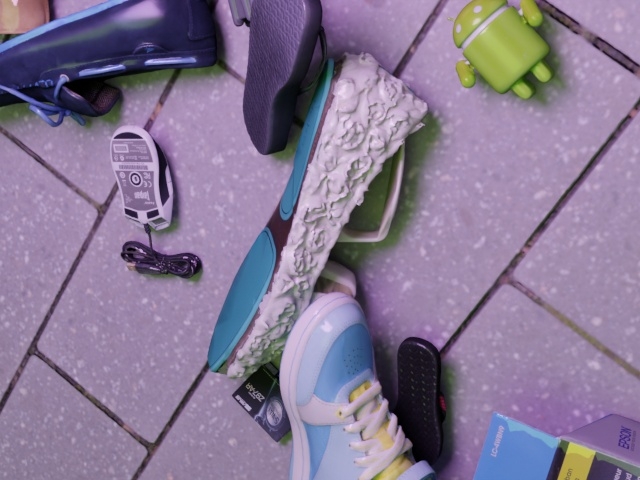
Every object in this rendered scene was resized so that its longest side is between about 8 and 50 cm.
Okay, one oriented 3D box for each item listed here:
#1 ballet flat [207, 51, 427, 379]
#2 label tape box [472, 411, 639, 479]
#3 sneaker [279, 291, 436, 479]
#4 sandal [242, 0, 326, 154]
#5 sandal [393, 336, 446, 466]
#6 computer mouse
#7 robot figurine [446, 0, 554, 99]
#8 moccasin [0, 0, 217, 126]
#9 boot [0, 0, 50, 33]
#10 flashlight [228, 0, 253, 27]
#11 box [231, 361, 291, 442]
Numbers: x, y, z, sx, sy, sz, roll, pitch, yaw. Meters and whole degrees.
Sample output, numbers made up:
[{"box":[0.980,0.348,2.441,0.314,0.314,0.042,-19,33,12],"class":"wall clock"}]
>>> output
[{"box":[0.000,0.000,0.990,0.147,0.147,0.409,29,113,12],"class":"ballet flat"},{"box":[0.327,0.326,0.957,0.347,0.115,0.249,19,110,19],"class":"label tape box"},{"box":[0.066,0.217,0.972,0.208,0.127,0.319,29,135,39],"class":"sneaker"},{"box":[-0.035,-0.182,0.930,0.254,0.054,0.097,118,132,-64],"class":"sandal"},{"box":[0.116,0.185,1.035,0.067,0.040,0.179,15,118,26],"class":"sandal"},{"box":[-0.205,-0.049,1.103,0.106,0.042,0.193,5,112,25],"class":"computer mouse"},{"box":[0.178,-0.191,0.894,0.101,0.067,0.115,-42,87,26],"class":"robot figurine"},{"box":[-0.277,-0.192,1.039,0.342,0.138,0.117,-15,103,25],"class":"moccasin"},{"box":[-0.439,-0.383,1.076,0.236,0.089,0.270,7,108,20],"class":"boot"},{"box":[-0.080,-0.379,0.927,0.103,0.103,0.304,-10,100,20],"class":"flashlight"},{"box":[-0.060,0.198,1.125,0.083,0.018,0.067,46,115,4],"class":"box"}]
